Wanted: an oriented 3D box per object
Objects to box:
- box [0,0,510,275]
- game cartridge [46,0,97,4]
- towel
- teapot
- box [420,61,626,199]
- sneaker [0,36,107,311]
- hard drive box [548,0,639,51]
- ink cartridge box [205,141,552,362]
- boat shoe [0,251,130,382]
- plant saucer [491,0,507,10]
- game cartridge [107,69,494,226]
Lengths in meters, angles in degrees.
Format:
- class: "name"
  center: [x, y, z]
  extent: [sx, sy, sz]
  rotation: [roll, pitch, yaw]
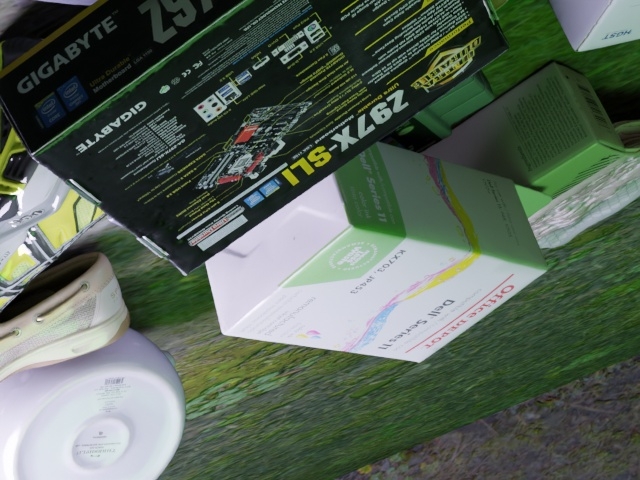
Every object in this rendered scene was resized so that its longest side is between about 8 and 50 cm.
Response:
- class: "box"
  center: [-0.036, -0.128, 0.988]
  extent: [0.322, 0.079, 0.257]
  rotation: [-35, 155, 5]
- class: "game cartridge"
  center: [-0.136, -0.231, 0.885]
  extent: [0.294, 0.060, 0.196]
  rotation: [-2, 155, -45]
- class: "towel"
  center: [0.320, -0.058, 1.745]
  extent: [0.317, 0.053, 0.332]
  rotation: [-10, 160, -47]
- class: "teapot"
  center: [-0.295, 0.184, 1.584]
  extent: [0.252, 0.187, 0.256]
  rotation: [-40, 134, -8]
- class: "box"
  center: [0.193, -0.077, 1.548]
  extent: [0.275, 0.113, 0.094]
  rotation: [-32, 159, 27]
- class: "sneaker"
  center: [-0.250, -0.020, 1.157]
  extent: [0.147, 0.145, 0.385]
  rotation: [-4, 153, -41]
- class: "hard drive box"
  center: [0.325, -0.279, 1.210]
  extent: [0.181, 0.089, 0.232]
  rotation: [-14, 158, -23]
- class: "ink cartridge box"
  center: [0.082, 0.020, 1.405]
  extent: [0.353, 0.119, 0.207]
  rotation: [11, 140, -41]
- class: "boat shoe"
  center: [-0.352, 0.095, 1.419]
  extent: [0.302, 0.109, 0.098]
  rotation: [-19, 120, -10]
- class: "plant saucer"
  center: [0.140, -0.225, 1.249]
  extent: [0.083, 0.015, 0.083]
  rotation: [-21, 159, -8]
- class: "game cartridge"
  center: [-0.015, -0.095, 1.352]
  extent: [0.355, 0.068, 0.230]
  rotation: [-30, 155, 16]
